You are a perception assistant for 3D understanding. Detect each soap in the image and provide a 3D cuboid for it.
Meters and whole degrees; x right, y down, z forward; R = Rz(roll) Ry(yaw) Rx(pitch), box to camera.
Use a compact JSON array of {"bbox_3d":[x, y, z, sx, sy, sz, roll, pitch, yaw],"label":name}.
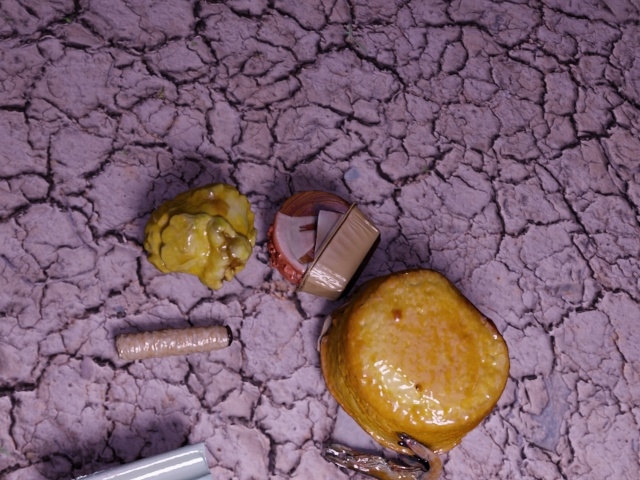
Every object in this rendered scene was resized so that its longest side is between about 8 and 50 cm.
[{"bbox_3d":[-0.310,0.423,1.288,0.262,0.150,0.094,-14,72,-19],"label":"soap"}]

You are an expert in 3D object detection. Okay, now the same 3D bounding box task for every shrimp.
[{"bbox_3d":[0.117,0.402,1.398,0.219,0.152,0.046,15,48,1],"label":"shrimp"}]

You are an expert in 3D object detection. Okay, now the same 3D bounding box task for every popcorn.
[{"bbox_3d":[-0.231,-0.002,1.508,0.226,0.200,0.203,-40,108,-56],"label":"popcorn"}]

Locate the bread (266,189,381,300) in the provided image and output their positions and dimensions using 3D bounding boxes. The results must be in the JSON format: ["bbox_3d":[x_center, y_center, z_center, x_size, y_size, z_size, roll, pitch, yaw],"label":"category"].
[{"bbox_3d":[0.000,0.000,1.563,0.212,0.142,0.224,34,64,0],"label":"bread"}]

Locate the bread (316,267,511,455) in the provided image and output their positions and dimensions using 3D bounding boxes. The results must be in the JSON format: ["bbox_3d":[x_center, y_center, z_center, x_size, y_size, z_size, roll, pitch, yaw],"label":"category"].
[{"bbox_3d":[0.185,0.214,1.463,0.358,0.204,0.337,42,64,12],"label":"bread"}]

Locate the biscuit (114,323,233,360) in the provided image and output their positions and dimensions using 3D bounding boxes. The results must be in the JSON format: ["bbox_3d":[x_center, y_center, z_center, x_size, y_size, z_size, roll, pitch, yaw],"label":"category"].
[{"bbox_3d":[-0.279,0.193,1.457,0.219,0.055,0.061,-4,30,-16],"label":"biscuit"}]
